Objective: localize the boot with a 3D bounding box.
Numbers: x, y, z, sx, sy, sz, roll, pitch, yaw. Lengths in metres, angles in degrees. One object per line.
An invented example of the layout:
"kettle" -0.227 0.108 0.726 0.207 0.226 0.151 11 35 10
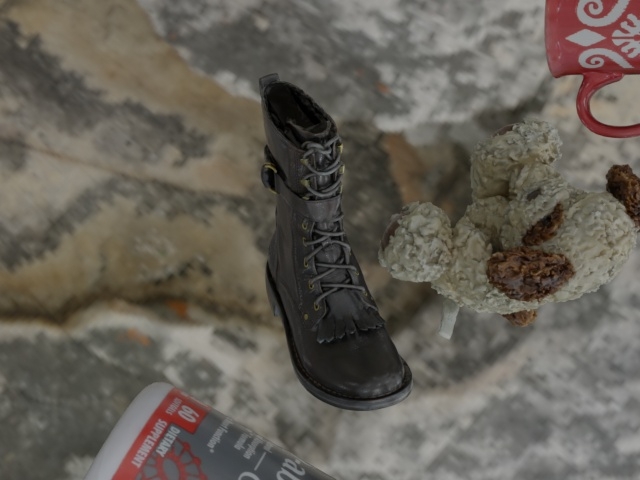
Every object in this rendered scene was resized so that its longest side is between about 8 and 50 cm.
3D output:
"boot" 0.000 0.000 1.549 0.091 0.263 0.229 -17 131 -18

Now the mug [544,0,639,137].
"mug" 0.273 -0.166 1.399 0.113 0.169 0.150 -57 146 -56

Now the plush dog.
"plush dog" 0.227 0.008 1.837 0.262 0.225 0.211 -38 109 -28

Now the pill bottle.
"pill bottle" -0.052 0.305 1.645 0.363 0.210 0.210 29 97 2
